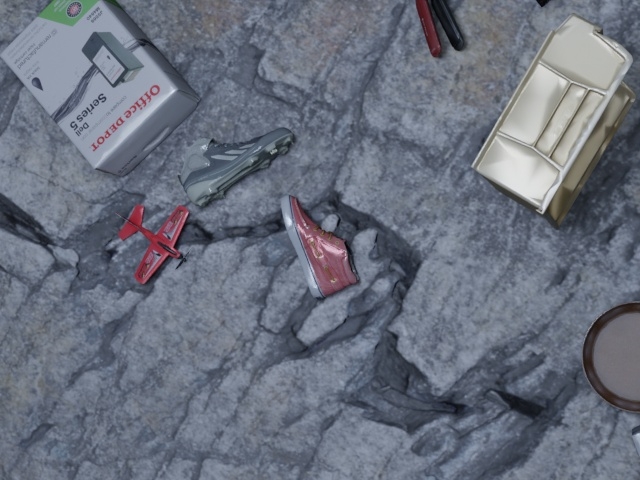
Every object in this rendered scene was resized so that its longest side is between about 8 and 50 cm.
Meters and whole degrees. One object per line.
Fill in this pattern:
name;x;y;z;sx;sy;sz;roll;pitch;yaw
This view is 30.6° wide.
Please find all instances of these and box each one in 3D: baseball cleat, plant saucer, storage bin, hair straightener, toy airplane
baseball cleat;-0.147;-0.146;1.932;0.206;0.072;0.109;-34;73;6
plant saucer;0.482;0.176;1.775;0.169;0.029;0.168;-1;87;15
storage bin;0.351;-0.167;1.709;0.123;0.262;0.260;32;95;16
hair straightener;0.186;-0.409;1.884;0.089;0.047;0.230;-16;77;-13
toy airplane;-0.286;-0.004;1.979;0.151;0.028;0.151;-1;85;14

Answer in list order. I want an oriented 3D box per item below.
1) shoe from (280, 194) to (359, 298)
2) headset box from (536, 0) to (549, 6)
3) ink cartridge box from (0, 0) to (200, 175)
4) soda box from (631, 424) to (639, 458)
shoe;0.000;0.000;1.892;0.081;0.063;0.177;-21;87;11
headset box;0.333;-0.403;1.817;0.032;0.083;0.062;-39;78;10
ink cartridge box;-0.369;-0.273;1.971;0.198;0.115;0.273;-43;78;8
soda box;0.547;0.399;1.710;0.091;0.098;0.286;-21;83;12
